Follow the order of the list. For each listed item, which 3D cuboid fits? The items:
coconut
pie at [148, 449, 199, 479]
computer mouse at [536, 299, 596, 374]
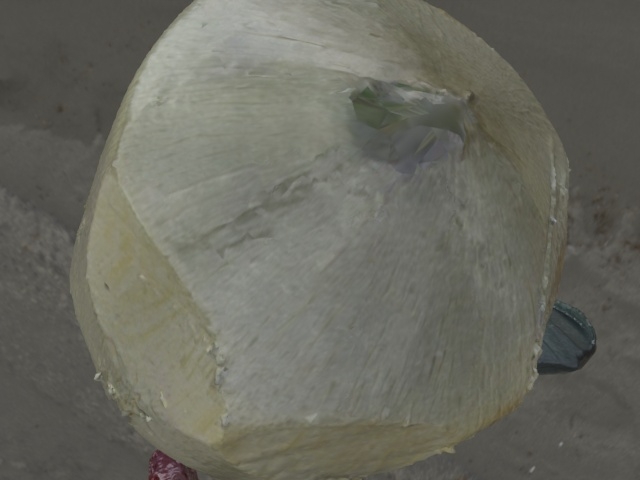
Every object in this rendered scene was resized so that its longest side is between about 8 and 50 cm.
[{"bbox_3d":[0.000,0.000,0.460,0.244,0.247,0.245,5,73,-16],"label":"coconut"},{"bbox_3d":[-0.109,0.239,0.770,0.036,0.154,0.155,-15,66,-5],"label":"pie"},{"bbox_3d":[0.131,0.093,1.039,0.203,0.373,0.114,3,83,-37],"label":"computer mouse"}]
